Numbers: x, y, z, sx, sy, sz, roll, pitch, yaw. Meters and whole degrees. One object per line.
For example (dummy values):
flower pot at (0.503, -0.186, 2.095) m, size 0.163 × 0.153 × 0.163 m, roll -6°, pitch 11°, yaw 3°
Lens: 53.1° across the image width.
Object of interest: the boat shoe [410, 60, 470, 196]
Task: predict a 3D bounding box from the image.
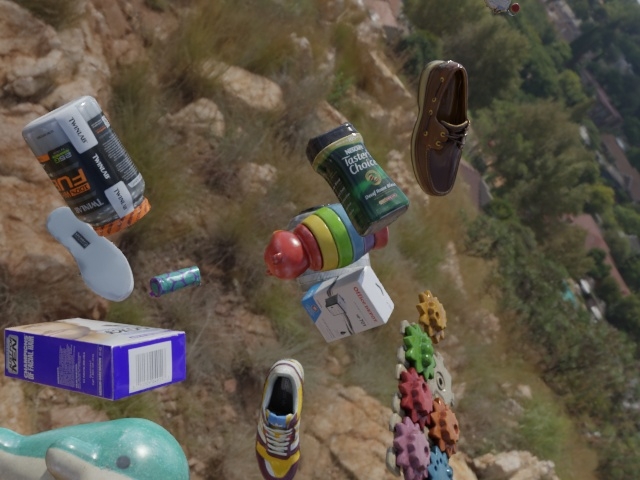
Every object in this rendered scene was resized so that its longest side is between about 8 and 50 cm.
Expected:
boat shoe at (0.159, -0.142, 0.831) m, size 0.064 × 0.060 × 0.177 m, roll -4°, pitch 104°, yaw -22°

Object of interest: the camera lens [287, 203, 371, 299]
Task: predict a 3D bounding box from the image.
camera lens at (0.028, 0.042, 1.849) m, size 0.219 × 0.219 × 0.274 m, roll 0°, pitch 77°, yaw -53°

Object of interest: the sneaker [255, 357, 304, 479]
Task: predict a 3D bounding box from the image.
sneaker at (-0.060, 0.260, 0.895) m, size 0.084 × 0.070 × 0.185 m, roll 4°, pitch 87°, yaw -86°

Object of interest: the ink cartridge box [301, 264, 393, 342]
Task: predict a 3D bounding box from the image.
ink cartridge box at (0.069, 0.164, 1.642) m, size 0.139 × 0.191 × 0.082 m, roll 57°, pitch 36°, yaw -12°

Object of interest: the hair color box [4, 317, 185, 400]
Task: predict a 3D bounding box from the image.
hair color box at (-0.456, 0.228, 1.290) m, size 0.185 × 0.339 × 0.110 m, roll -2°, pitch 91°, yaw -57°

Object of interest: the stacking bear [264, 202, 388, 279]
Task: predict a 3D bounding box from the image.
stacking bear at (0.000, 0.000, 1.519) m, size 0.289 × 0.175 × 0.164 m, roll -24°, pitch 79°, yaw -19°

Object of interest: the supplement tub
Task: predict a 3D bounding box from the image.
supplement tub at (-0.342, -0.108, 0.955) m, size 0.190 × 0.117 × 0.117 m, roll 63°, pitch 28°, yaw -22°

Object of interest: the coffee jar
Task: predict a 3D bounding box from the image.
coffee jar at (0.057, -0.104, 1.052) m, size 0.096 × 0.079 × 0.184 m, roll -29°, pitch 76°, yaw -25°

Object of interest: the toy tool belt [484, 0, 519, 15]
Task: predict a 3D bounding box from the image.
toy tool belt at (0.421, -0.556, 1.502) m, size 0.083 × 0.052 × 0.051 m, roll 21°, pitch 8°, yaw -9°

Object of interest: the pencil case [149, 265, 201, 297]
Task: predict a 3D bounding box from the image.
pencil case at (-0.431, 0.123, 1.908) m, size 0.152 × 0.070 × 0.064 m, roll -15°, pitch 67°, yaw -43°

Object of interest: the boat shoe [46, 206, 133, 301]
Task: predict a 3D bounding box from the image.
boat shoe at (-0.552, 0.044, 1.567) m, size 0.306 × 0.113 × 0.105 m, roll 37°, pitch -15°, yaw 21°

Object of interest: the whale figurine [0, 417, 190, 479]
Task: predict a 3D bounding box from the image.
whale figurine at (-0.291, 0.277, 0.794) m, size 0.272 × 0.216 × 0.141 m, roll 16°, pitch 51°, yaw 7°

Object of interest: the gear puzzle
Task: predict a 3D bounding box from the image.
gear puzzle at (0.169, 0.214, 0.940) m, size 0.175 × 0.044 × 0.339 m, roll 50°, pitch 35°, yaw -31°
